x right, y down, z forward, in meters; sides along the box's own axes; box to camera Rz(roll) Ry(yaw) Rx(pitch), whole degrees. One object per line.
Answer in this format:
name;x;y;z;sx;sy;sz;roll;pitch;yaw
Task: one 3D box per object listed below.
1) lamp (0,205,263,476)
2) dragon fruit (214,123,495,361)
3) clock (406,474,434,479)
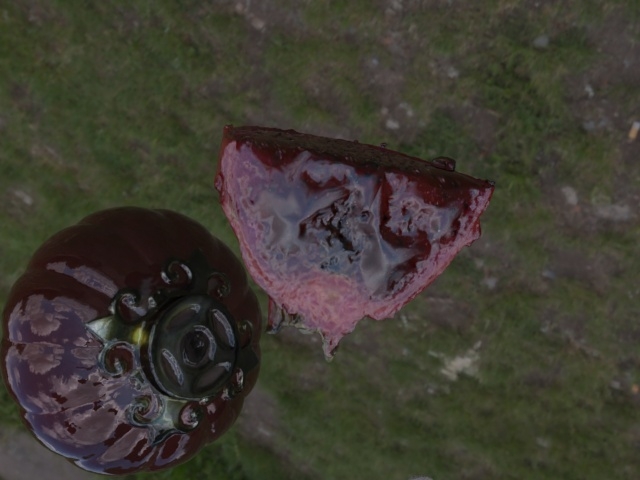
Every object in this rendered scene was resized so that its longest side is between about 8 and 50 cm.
lamp;-0.208;0.111;1.045;0.257;0.303;0.303;1;137;48
dragon fruit;0.000;0.000;0.870;0.261;0.212;0.134;12;-174;-24
clock;0.062;0.365;1.046;0.155;0.229;0.063;35;172;-18
